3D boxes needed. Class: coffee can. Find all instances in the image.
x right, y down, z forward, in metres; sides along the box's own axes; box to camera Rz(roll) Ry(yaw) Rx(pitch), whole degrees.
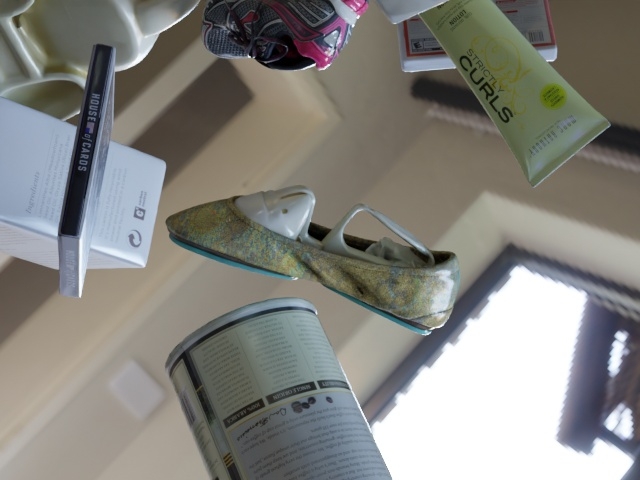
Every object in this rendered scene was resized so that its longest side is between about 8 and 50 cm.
[{"bbox_3d":[-0.043,0.234,1.555,0.201,0.201,0.275,87,-20,-65],"label":"coffee can"}]

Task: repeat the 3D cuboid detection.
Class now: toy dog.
[{"bbox_3d":[-0.355,-0.426,1.925,0.395,0.408,0.284,-17,-47,20],"label":"toy dog"}]

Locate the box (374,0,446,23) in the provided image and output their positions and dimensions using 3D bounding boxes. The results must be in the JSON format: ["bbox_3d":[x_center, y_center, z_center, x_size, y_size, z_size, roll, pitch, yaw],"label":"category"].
[{"bbox_3d":[0.024,-0.316,0.901,0.121,0.148,0.311,-19,-46,29],"label":"box"}]

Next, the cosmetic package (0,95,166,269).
[{"bbox_3d":[-0.458,-0.092,1.760,0.230,0.162,0.453,-2,-16,45],"label":"cosmetic package"}]

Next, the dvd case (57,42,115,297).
[{"bbox_3d":[-0.265,-0.077,1.503,0.029,0.239,0.179,9,-24,-6],"label":"dvd case"}]

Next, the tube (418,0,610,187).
[{"bbox_3d":[0.168,-0.173,1.260,0.240,0.062,0.070,55,-31,14],"label":"tube"}]

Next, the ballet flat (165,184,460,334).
[{"bbox_3d":[0.000,0.000,1.522,0.348,0.123,0.123,20,-16,-8],"label":"ballet flat"}]

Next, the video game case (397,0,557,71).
[{"bbox_3d":[0.201,-0.348,1.797,0.204,0.285,0.025,-4,-35,2],"label":"video game case"}]

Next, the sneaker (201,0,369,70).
[{"bbox_3d":[-0.071,-0.275,1.719,0.121,0.112,0.299,34,-18,-31],"label":"sneaker"}]
